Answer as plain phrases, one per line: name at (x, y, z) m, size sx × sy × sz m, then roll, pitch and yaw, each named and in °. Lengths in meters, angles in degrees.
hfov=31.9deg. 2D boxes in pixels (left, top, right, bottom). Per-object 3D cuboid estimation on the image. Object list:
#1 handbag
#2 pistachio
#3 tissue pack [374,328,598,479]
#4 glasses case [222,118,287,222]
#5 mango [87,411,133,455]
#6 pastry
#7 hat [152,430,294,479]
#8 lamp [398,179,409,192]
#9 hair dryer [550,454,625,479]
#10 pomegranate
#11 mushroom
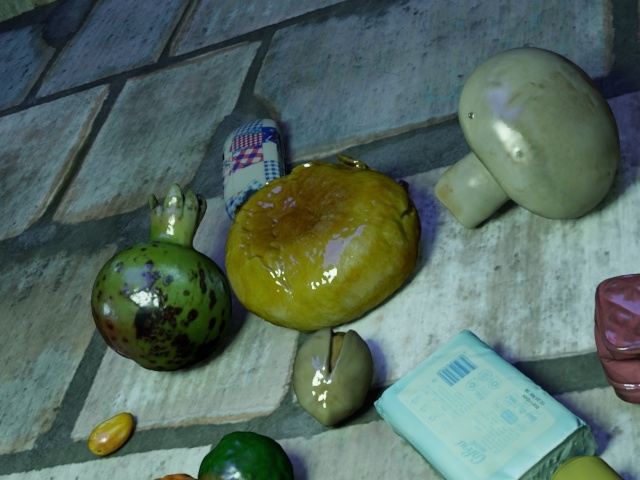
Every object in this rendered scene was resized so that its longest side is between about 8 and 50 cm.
handbag at (0.465, 0.118, 1.420) m, size 0.225 × 0.135 × 0.146 m, roll -12°, pitch 37°, yaw 17°
pistachio at (0.020, 0.196, 1.670) m, size 0.124 × 0.124 × 0.185 m, roll -16°, pitch 20°, yaw 19°
tissue pack at (0.215, 0.247, 1.478) m, size 0.177 × 0.089 × 0.263 m, roll -38°, pitch 37°, yaw -10°
glasses case at (-0.131, -0.143, 2.242) m, size 0.125 × 0.076 × 0.327 m, roll -21°, pitch 36°, yaw 10°
mango at (-0.341, 0.314, 1.832) m, size 0.060 × 0.046 × 0.089 m, roll 8°, pitch 44°, yaw 43°
pastry at (0.000, 0.000, 1.884) m, size 0.356 × 0.164 × 0.356 m, roll -15°, pitch 39°, yaw 13°
hat at (-0.194, 0.384, 1.449) m, size 0.285 × 0.285 × 0.400 m, roll -11°, pitch 35°, yaw 26°
lamp at (0.117, -0.075, 2.015) m, size 0.083 × 0.031 × 0.063 m, roll -15°, pitch 36°, yaw 28°
hair dryer at (0.413, 0.272, 1.314) m, size 0.279 × 0.090 × 0.135 m, roll -29°, pitch 31°, yaw -10°
pomegranate at (-0.252, 0.074, 1.896) m, size 0.242 × 0.242 × 0.306 m, roll -5°, pitch 48°, yaw 32°
mushroom at (0.321, -0.149, 1.800) m, size 0.290 × 0.292 × 0.292 m, roll -39°, pitch 21°, yaw 44°
